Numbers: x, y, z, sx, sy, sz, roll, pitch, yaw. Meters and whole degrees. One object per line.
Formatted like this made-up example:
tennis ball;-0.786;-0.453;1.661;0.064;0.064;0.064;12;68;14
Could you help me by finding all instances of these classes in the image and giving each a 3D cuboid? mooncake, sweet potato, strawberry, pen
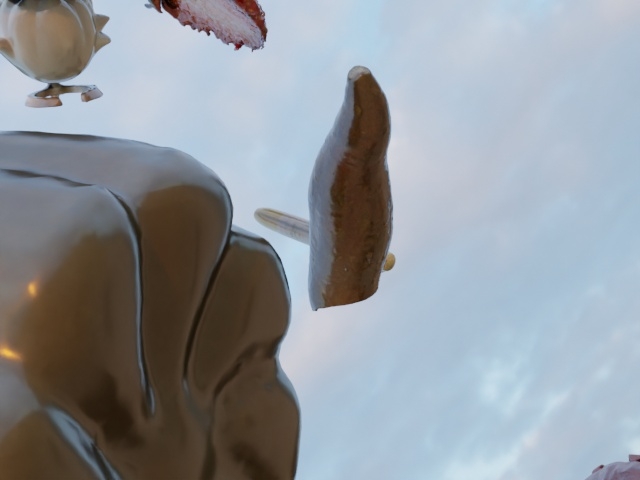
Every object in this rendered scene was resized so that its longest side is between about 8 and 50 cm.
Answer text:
mooncake;-0.150;0.124;0.607;0.378;0.200;0.379;-3;-90;-72
sweet potato;0.030;-0.040;0.863;0.077;0.077;0.244;-21;-46;-35
strawberry;-0.149;-0.348;1.482;0.087;0.208;0.167;-55;-2;-24
pen;0.000;0.000;1.257;0.032;0.233;0.040;-8;-70;-44

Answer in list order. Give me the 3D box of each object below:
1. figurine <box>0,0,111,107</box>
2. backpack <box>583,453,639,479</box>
figurine;-0.230;-0.183;0.868;0.132;0.132;0.154;-23;-63;-34
backpack;0.458;0.401;1.418;0.139;0.229;0.229;-48;-25;-45
